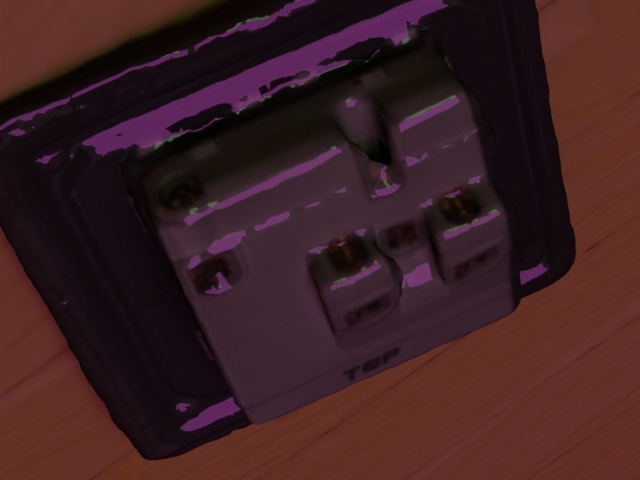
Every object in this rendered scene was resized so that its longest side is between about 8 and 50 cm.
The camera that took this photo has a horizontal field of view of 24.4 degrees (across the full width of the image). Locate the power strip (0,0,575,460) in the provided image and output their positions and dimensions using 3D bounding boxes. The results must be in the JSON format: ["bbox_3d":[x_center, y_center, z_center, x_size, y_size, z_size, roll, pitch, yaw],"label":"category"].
[{"bbox_3d":[0.001,0.002,0.679,0.257,0.092,0.251,-25,145,-3],"label":"power strip"}]
